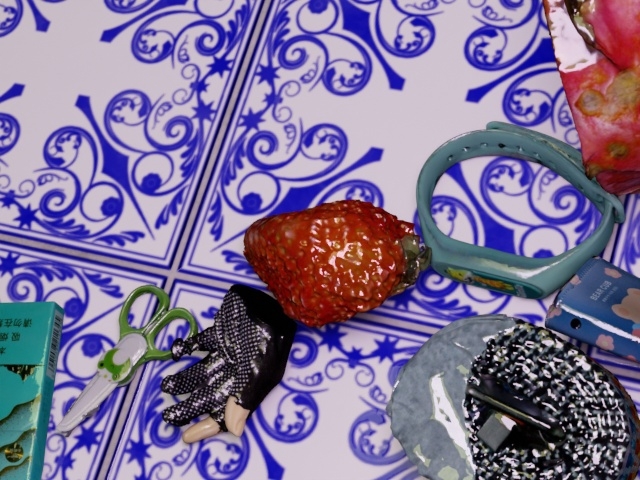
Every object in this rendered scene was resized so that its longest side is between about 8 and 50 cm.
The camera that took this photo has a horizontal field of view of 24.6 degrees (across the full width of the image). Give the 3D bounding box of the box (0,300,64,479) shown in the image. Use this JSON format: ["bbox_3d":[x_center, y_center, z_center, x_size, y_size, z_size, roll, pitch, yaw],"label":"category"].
[{"bbox_3d":[-0.397,0.184,1.747,0.160,0.042,0.226,-2,67,15],"label":"box"}]

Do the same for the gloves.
[{"bbox_3d":[-0.103,0.152,1.668,0.129,0.106,0.181,37,107,22],"label":"gloves"}]

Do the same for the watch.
[{"bbox_3d":[0.223,-0.033,1.671,0.237,0.068,0.195,14,70,23],"label":"watch"}]

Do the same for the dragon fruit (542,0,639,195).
[{"bbox_3d":[0.365,-0.232,1.540,0.249,0.386,0.371,-12,38,22],"label":"dragon fruit"}]

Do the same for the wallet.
[{"bbox_3d":[0.353,0.092,1.550,0.202,0.059,0.141,22,31,20],"label":"wallet"}]

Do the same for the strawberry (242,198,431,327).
[{"bbox_3d":[-0.002,0.005,1.645,0.236,0.107,0.175,-7,46,23],"label":"strawberry"}]

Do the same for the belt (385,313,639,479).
[{"bbox_3d":[0.203,0.190,1.535,0.257,0.150,0.207,24,85,23],"label":"belt"}]

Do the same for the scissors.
[{"bbox_3d":[-0.238,0.147,1.731,0.101,0.027,0.204,37,79,26],"label":"scissors"}]
